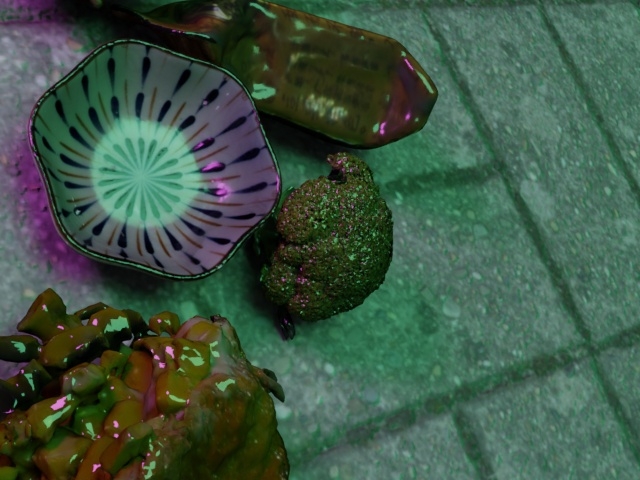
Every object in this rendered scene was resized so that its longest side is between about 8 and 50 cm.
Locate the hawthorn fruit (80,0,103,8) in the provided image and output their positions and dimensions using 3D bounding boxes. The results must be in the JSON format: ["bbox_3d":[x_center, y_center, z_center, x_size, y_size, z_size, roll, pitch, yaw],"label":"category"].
[{"bbox_3d":[-0.164,-0.290,0.896,0.224,0.224,0.261,22,68,-26],"label":"hawthorn fruit"}]

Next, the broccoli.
[{"bbox_3d":[0.000,0.000,0.914,0.120,0.131,0.130,25,53,28],"label":"broccoli"}]

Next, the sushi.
[{"bbox_3d":[-0.128,0.135,0.706,0.296,0.166,0.179,-48,119,-37],"label":"sushi"}]

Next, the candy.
[{"bbox_3d":[-0.033,-0.147,0.968,0.271,0.143,0.101,15,95,-29],"label":"candy"}]

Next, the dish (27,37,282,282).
[{"bbox_3d":[-0.127,-0.051,0.862,0.190,0.066,0.191,8,69,-22],"label":"dish"}]
